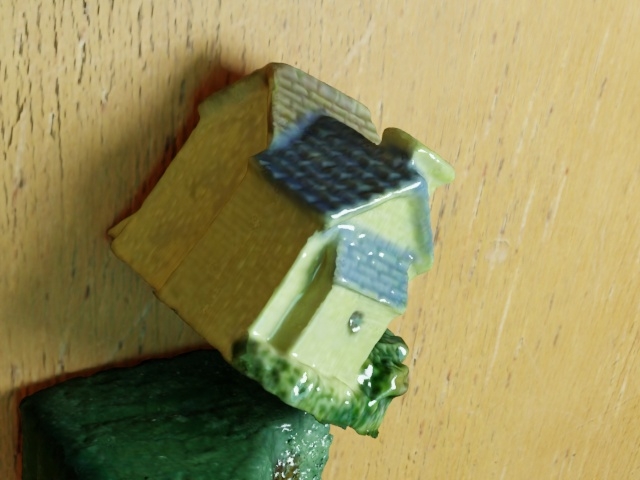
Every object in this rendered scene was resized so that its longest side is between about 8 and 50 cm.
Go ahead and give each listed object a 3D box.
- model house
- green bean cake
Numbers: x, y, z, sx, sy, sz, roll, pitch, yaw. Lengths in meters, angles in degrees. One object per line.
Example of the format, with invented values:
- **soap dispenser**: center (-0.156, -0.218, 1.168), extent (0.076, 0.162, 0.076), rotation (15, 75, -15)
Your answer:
- **model house**: center (0.000, 0.000, 1.504), extent (0.261, 0.321, 0.266), rotation (25, 98, -44)
- **green bean cake**: center (-0.122, 0.256, 1.553), extent (0.300, 0.308, 0.169), rotation (-8, 119, -26)
